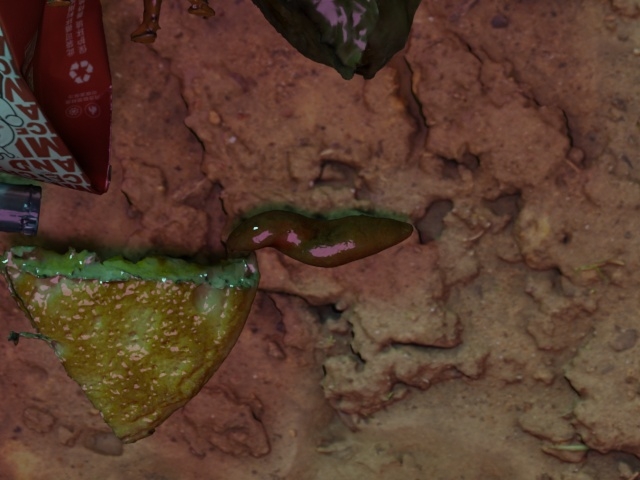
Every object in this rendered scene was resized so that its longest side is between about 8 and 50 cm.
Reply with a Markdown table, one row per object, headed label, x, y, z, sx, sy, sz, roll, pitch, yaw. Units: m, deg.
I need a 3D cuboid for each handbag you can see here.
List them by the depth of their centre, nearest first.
| label | x | y | z | sx | sy | sz | roll | pitch | yaw |
| --- | --- | --- | --- | --- | --- | --- | --- | --- | --- |
| handbag | -0.296 | -0.168 | 1.740 | 0.171 | 0.151 | 0.298 | 10 | 132 | 28 |

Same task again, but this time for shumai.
| label | x | y | z | sx | sy | sz | roll | pitch | yaw |
| --- | --- | --- | --- | --- | --- | --- | --- | --- | --- |
| shumai | 0.014 | -0.295 | 1.721 | 0.218 | 0.189 | 0.256 | -43 | 105 | 4 |

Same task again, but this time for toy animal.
| label | x | y | z | sx | sy | sz | roll | pitch | yaw |
| --- | --- | --- | --- | --- | --- | --- | --- | --- | --- |
| toy animal | -0.168 | -0.260 | 1.655 | 0.114 | 0.116 | 0.255 | -10 | 171 | 20 |

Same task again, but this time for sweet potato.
| label | x | y | z | sx | sy | sz | roll | pitch | yaw |
| --- | --- | --- | --- | --- | --- | --- | --- | --- | --- |
| sweet potato | 0.000 | -0.001 | 1.992 | 0.202 | 0.058 | 0.055 | 1 | 146 | -8 |

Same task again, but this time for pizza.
| label | x | y | z | sx | sy | sz | roll | pitch | yaw |
| --- | --- | --- | --- | --- | --- | --- | --- | --- | --- |
| pizza | -0.223 | 0.069 | 2.016 | 0.288 | 0.075 | 0.280 | 35 | 113 | -25 |

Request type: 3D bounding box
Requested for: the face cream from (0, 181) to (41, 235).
| label | x | y | z | sx | sy | sz | roll | pitch | yaw |
| --- | --- | --- | --- | --- | --- | --- | --- | --- | --- |
| face cream | -0.434 | -0.048 | 1.901 | 0.291 | 0.071 | 0.144 | 6 | 128 | -9 |
